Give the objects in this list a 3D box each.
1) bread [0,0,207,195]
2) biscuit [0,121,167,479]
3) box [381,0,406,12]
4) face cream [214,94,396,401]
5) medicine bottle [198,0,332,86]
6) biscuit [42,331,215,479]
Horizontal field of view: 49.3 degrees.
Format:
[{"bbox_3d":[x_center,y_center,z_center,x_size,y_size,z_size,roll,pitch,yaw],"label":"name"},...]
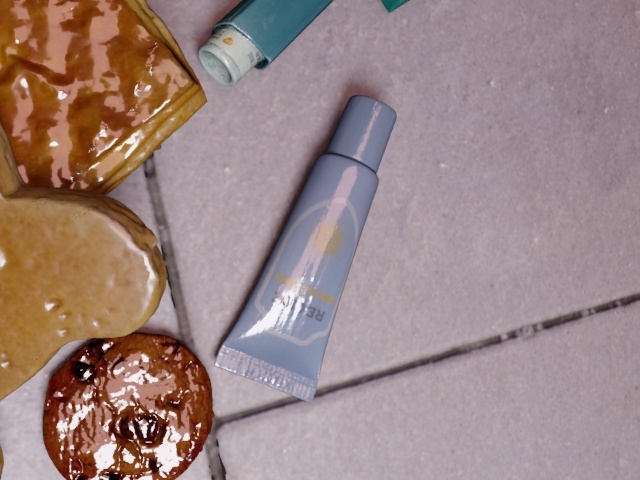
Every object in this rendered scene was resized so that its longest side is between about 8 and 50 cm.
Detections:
[{"bbox_3d":[-0.303,-0.186,0.729,0.277,0.167,0.324,-42,95,-8],"label":"bread"},{"bbox_3d":[-0.383,0.048,0.645,0.368,0.076,0.394,41,100,-12],"label":"biscuit"},{"bbox_3d":[0.190,-0.434,0.970,0.245,0.153,0.092,-36,99,-23],"label":"box"},{"bbox_3d":[0.000,0.000,0.883,0.135,0.086,0.385,25,80,-18],"label":"face cream"},{"bbox_3d":[-0.062,-0.314,0.892,0.124,0.079,0.258,44,71,-16],"label":"medicine bottle"},{"bbox_3d":[-0.214,0.194,0.788,0.192,0.049,0.192,5,78,-22],"label":"biscuit"}]
